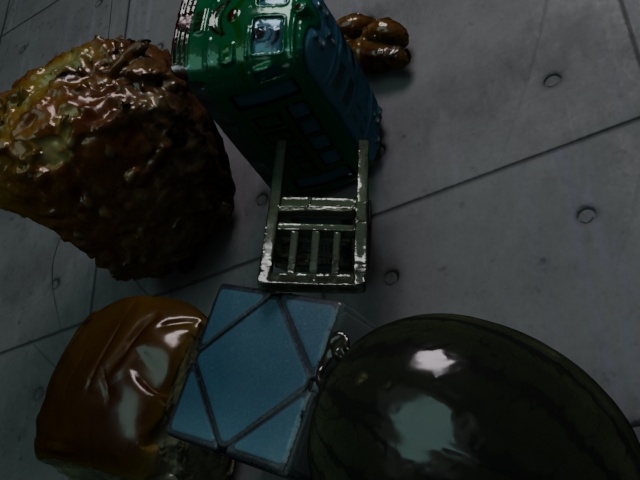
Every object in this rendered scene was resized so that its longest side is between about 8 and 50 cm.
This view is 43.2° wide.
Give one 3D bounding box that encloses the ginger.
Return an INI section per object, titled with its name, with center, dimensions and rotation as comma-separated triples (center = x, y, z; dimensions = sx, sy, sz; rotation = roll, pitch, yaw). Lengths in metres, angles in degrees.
[ginger]
center = 0.080, -0.316, 1.308
dimensions = 0.162, 0.073, 0.103
rotation = 5, 82, 32

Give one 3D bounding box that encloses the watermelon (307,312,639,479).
[watermelon]
center = 0.140, 0.214, 0.802
dimensions = 0.360, 0.279, 0.278
rotation = 26, 81, 18

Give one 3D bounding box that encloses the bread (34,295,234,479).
[bread]
center = -0.251, 0.228, 1.136
dimensions = 0.250, 0.225, 0.279
rotation = -4, 59, 34

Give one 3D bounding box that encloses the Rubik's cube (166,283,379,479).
[Rubik's cube]
center = -0.027, 0.190, 1.003
dimensions = 0.205, 0.207, 0.205
rotation = 6, 67, 38

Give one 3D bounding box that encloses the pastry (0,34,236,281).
[pastry]
center = -0.312, -0.140, 1.285
dimensions = 0.337, 0.405, 0.292
rotation = -49, 31, 6

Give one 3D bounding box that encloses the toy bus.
[toy bus]
center = -0.043, -0.218, 1.166
dimensions = 0.200, 0.343, 0.183
rotation = -6, 61, 22

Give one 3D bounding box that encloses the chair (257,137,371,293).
[chair]
center = 0.000, 0.000, 1.076
dimensions = 0.136, 0.147, 0.270
rotation = 0, 48, 3
